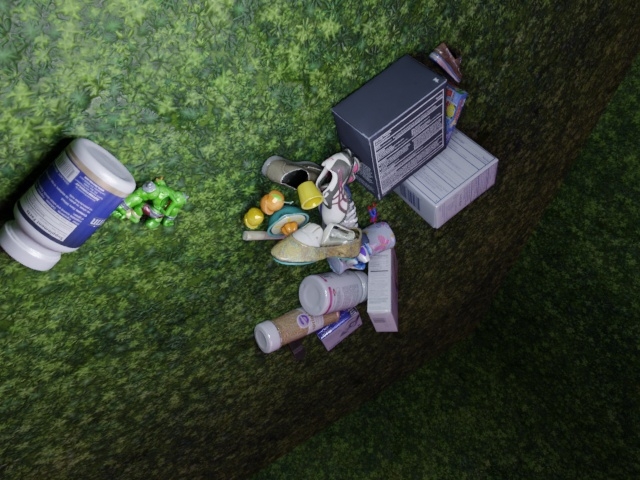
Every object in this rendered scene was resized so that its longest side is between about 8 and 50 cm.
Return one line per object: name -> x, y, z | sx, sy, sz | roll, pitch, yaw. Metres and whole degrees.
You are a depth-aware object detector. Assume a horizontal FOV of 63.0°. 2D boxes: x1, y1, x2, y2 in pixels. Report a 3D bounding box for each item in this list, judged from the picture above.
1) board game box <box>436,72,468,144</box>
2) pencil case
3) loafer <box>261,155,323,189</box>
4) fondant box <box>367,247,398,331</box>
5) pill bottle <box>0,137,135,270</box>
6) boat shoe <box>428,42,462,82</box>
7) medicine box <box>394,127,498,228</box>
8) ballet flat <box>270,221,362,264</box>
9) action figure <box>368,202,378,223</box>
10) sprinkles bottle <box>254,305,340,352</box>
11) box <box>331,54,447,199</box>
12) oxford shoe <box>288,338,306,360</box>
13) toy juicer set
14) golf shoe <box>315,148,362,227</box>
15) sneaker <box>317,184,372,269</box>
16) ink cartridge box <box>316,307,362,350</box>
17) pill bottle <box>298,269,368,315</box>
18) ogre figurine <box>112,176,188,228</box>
board game box -> 0.390, -0.423, 1.710 | 0.035, 0.136, 0.201 | -21, 144, -30
pencil case -> 0.154, 0.028, 1.992 | 0.273, 0.113, 0.124 | -26, 129, -19
loafer -> -0.064, -0.181, 1.538 | 0.251, 0.087, 0.094 | 1, 128, -49
fondant box -> 0.257, 0.179, 2.130 | 0.096, 0.330, 0.238 | -2, 151, 14
pill bottle -> -0.530, -0.071, 1.087 | 0.264, 0.153, 0.153 | -45, 149, 5
boat shoe -> 0.408, -0.556, 1.635 | 0.183, 0.066, 0.066 | 13, 117, -54
medicine box -> 0.428, -0.238, 1.853 | 0.289, 0.263, 0.149 | -36, 149, -10
ballet flat -> 0.000, 0.000, 1.566 | 0.348, 0.123, 0.123 | -1, 130, -44
action figure -> 0.203, -0.097, 2.002 | 0.038, 0.030, 0.115 | -39, 151, -13
sprinkles bottle -> -0.090, 0.334, 2.106 | 0.355, 0.121, 0.121 | -19, 141, -35
box -> 0.217, -0.337, 1.573 | 0.296, 0.183, 0.294 | -38, 150, -11
oxford shoe -> -0.119, 0.418, 2.233 | 0.076, 0.076, 0.212 | -24, 129, -24
toy juicer set -> -0.132, -0.045, 1.560 | 0.209, 0.090, 0.329 | -13, 158, -29
golf shoe -> 0.029, -0.150, 1.577 | 0.120, 0.105, 0.273 | -19, 138, -34
sneaker -> 0.103, -0.039, 1.755 | 0.130, 0.236, 0.323 | -29, 147, -21
ink cartridge box -> 0.090, 0.407, 2.469 | 0.223, 0.045, 0.224 | -37, 148, -8
pill bottle -> 0.066, 0.201, 2.080 | 0.283, 0.160, 0.160 | -5, 133, -45
ogre figurine -> -0.402, -0.086, 1.270 | 0.118, 0.097, 0.197 | -38, 139, 15
